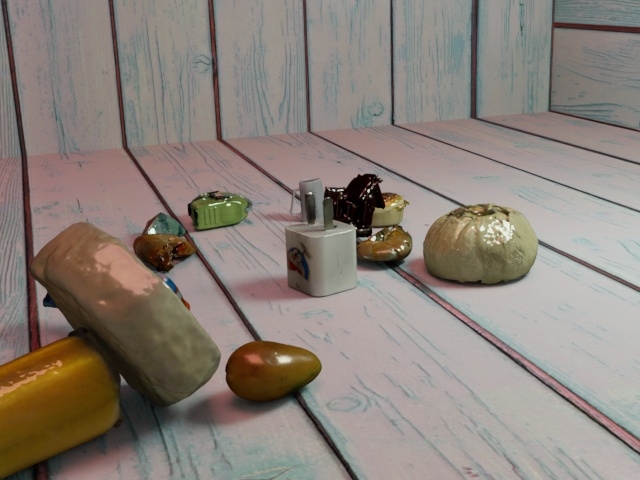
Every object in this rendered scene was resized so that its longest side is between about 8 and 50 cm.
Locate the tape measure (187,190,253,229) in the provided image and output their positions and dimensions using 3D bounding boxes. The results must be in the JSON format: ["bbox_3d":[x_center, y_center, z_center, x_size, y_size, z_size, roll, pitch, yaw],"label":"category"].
[{"bbox_3d":[-0.283,-0.089,2.468,0.177,0.088,0.154,-8,16,-28],"label":"tape measure"}]

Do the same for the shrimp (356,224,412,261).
[{"bbox_3d":[0.156,0.006,2.147,0.145,0.061,0.267,-7,16,16],"label":"shrimp"}]

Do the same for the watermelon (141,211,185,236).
[{"bbox_3d":[-0.425,-0.024,2.336,0.094,0.081,0.180,-25,6,14],"label":"watermelon"}]

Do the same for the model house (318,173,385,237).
[{"bbox_3d":[0.062,-0.081,2.220,0.141,0.164,0.203,0,-3,-43],"label":"model house"}]

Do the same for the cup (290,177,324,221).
[{"bbox_3d":[-0.036,-0.107,2.463,0.104,0.116,0.074,-10,15,-4],"label":"cup"}]

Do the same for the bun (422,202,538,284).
[{"bbox_3d":[0.356,-0.004,1.991,0.259,0.152,0.259,-1,14,0],"label":"bun"}]

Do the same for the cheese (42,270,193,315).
[{"bbox_3d":[-0.379,0.126,1.663,0.329,0.129,0.217,10,19,37],"label":"cheese"}]

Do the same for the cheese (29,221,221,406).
[{"bbox_3d":[-0.298,0.115,1.366,0.326,0.318,0.115,41,68,11],"label":"cheese"}]

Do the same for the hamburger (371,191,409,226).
[{"bbox_3d":[0.171,-0.087,2.415,0.141,0.082,0.126,-3,16,-1],"label":"hamburger"}]

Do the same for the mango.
[{"bbox_3d":[-0.078,0.206,1.434,0.111,0.090,0.163,24,18,33],"label":"mango"}]

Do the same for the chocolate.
[{"bbox_3d":[-0.485,0.257,1.179,0.162,0.162,0.445,13,23,42],"label":"chocolate"}]

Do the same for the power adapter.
[{"bbox_3d":[0.000,0.000,1.918,0.125,0.205,0.130,-13,18,-34],"label":"power adapter"}]

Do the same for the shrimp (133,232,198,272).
[{"bbox_3d":[-0.357,0.030,2.130,0.152,0.063,0.287,4,11,-23],"label":"shrimp"}]
